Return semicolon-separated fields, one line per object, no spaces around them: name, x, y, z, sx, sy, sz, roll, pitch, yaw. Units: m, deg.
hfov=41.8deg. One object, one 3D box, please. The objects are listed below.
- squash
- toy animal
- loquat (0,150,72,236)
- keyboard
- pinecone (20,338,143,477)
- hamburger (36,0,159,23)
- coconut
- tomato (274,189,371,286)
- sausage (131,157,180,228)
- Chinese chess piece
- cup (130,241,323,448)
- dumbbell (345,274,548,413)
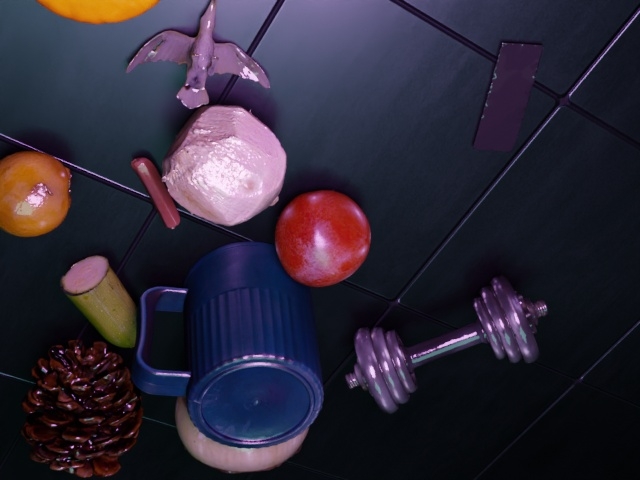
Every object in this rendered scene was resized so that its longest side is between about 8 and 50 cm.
squash;-0.381;0.122;1.507;0.095;0.095;0.188;-19;131;5
toy animal;-0.166;-0.279;1.235;0.219;0.095;0.155;10;128;-17
loquat;-0.462;-0.073;1.320;0.141;0.141;0.141;-4;127;-5
keyboard;0.309;-0.235;1.388;0.074;0.015;0.196;4;125;-7
pinecone;-0.441;0.317;1.563;0.224;0.224;0.272;3;122;-10
hamburger;-0.284;-0.408;1.072;0.246;0.170;0.246;-2;138;-1
coconut;-0.142;-0.111;1.312;0.194;0.194;0.194;-4;127;-5
tomato;0.000;0.000;1.433;0.167;0.167;0.167;-4;127;-5
sausage;-0.273;-0.078;1.404;0.030;0.035;0.147;4;135;29
Chinese chess piece;-0.145;0.322;1.581;0.257;0.257;0.104;-1;115;-7
cup;-0.142;0.168;1.446;0.308;0.292;0.242;34;115;-30
dumbbell;0.238;0.199;1.597;0.406;0.179;0.179;-23;126;8
